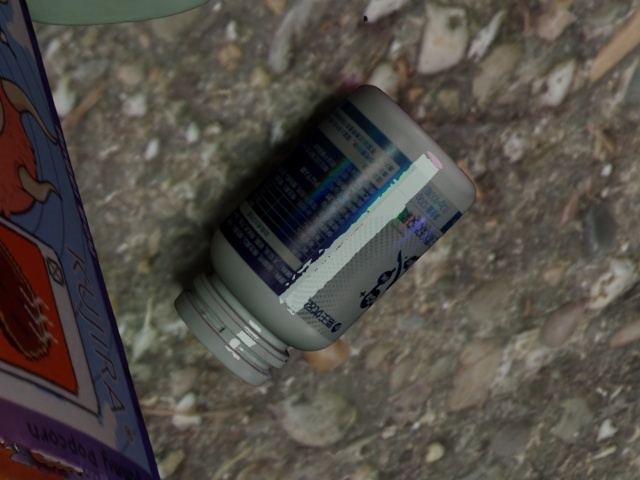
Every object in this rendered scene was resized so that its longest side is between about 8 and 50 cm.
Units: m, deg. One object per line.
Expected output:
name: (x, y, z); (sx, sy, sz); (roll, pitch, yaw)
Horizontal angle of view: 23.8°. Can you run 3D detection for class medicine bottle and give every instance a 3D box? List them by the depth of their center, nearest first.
medicine bottle: (0.000, 0.000, 0.974); (0.191, 0.107, 0.107); (-45, 126, 4)

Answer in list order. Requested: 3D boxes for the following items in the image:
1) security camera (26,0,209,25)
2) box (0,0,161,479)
security camera: (-0.194, -0.175, 0.806); (0.301, 0.080, 0.157); (-10, 136, -8)
box: (-0.269, -0.013, 0.608); (0.257, 0.349, 0.318); (-29, 149, 15)
